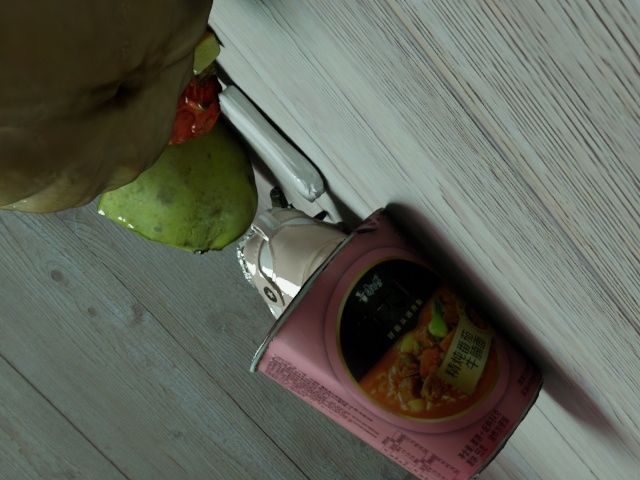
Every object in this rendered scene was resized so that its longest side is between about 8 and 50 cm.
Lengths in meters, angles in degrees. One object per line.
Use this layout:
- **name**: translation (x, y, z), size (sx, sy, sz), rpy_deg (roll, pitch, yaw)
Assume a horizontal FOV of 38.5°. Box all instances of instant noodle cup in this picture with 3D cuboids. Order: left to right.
- **instant noodle cup**: translation (0.089, 0.127, 0.977), size (0.255, 0.244, 0.244), rpy_deg (38, 173, 8)

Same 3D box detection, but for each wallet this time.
- **wallet**: translation (-0.063, -0.126, 1.210), size (0.190, 0.033, 0.095), rpy_deg (47, 176, 17)

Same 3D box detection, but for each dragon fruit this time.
- **dragon fruit**: translation (-0.172, -0.189, 1.204), size (0.083, 0.162, 0.106), rpy_deg (38, 139, 9)

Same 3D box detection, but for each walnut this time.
- **walnut**: translation (-0.266, -0.203, 0.750), size (0.381, 0.381, 0.381), rpy_deg (47, 174, 6)

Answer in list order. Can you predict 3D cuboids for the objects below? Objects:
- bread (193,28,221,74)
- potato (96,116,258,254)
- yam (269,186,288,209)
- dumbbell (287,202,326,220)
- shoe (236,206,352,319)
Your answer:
- **bread**: translation (-0.205, -0.254, 1.121), size (0.226, 0.088, 0.049), rpy_deg (44, 172, 45)
- **potato**: translation (-0.217, -0.143, 1.599), size (0.280, 0.212, 0.330), rpy_deg (24, -155, -18)
- **yam**: translation (-0.082, -0.076, 1.733), size (0.033, 0.027, 0.129), rpy_deg (45, 173, 13)
- **dumbbell**: translation (0.000, 0.000, 1.411), size (0.147, 0.069, 0.069), rpy_deg (49, 174, -7)
- **shoe**: translation (0.012, 0.078, 1.300), size (0.198, 0.172, 0.351), rpy_deg (34, 157, 26)
